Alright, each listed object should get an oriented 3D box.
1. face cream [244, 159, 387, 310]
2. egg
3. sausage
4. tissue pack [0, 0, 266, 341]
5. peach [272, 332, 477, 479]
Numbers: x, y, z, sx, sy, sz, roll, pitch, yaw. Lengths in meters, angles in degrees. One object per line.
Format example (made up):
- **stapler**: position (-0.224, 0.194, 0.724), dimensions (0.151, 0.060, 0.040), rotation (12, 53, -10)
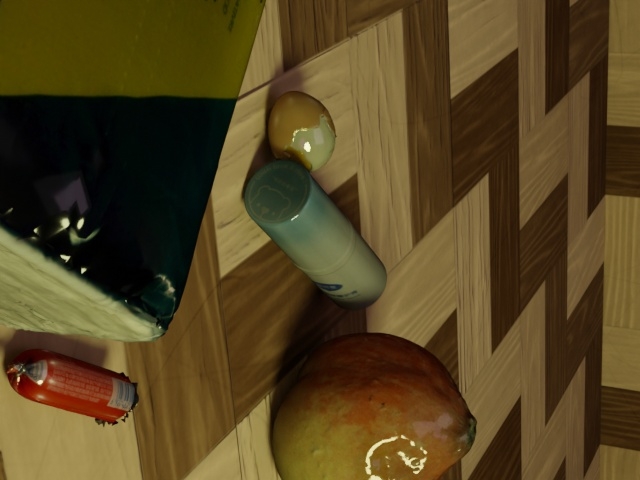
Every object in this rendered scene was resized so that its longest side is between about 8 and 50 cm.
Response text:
- **face cream**: position (0.000, 0.000, 1.288), dimensions (0.250, 0.077, 0.077), rotation (48, 53, -58)
- **egg**: position (-0.020, -0.113, 1.227), dimensions (0.071, 0.071, 0.083), rotation (-58, 141, -43)
- **sausage**: position (-0.201, 0.114, 0.936), dimensions (0.145, 0.050, 0.048), rotation (33, 39, -61)
- **tissue pack**: position (-0.180, -0.182, 0.663), dimensions (0.264, 0.253, 0.416), rotation (47, 51, -58)
- **peach**: position (0.066, 0.207, 1.309), dimensions (0.232, 0.233, 0.232), rotation (-26, 119, -61)
